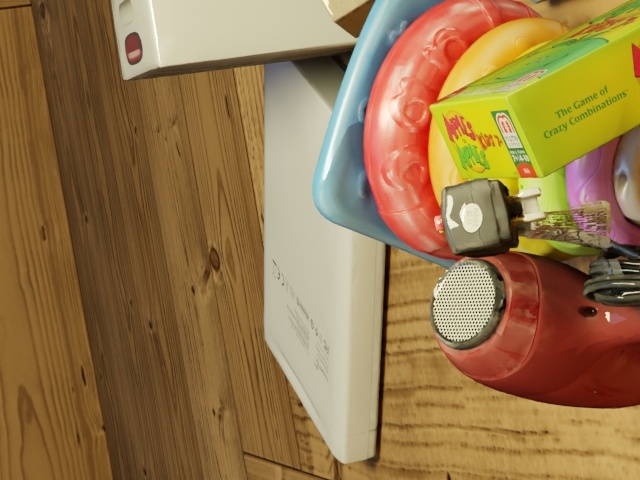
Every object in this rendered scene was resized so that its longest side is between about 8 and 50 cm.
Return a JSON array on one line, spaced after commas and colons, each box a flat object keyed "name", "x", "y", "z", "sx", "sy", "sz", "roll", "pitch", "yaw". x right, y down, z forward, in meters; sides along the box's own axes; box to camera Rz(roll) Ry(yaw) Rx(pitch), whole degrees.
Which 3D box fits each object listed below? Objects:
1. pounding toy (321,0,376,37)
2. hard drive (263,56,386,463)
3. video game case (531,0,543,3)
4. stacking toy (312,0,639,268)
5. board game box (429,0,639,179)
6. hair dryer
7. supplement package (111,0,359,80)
[{"name": "pounding toy", "x": 0.029, "y": -0.234, "z": 1.203, "sx": 0.130, "sy": 0.100, "sz": 0.141, "roll": 59, "pitch": -171, "yaw": 4}, {"name": "hard drive", "x": 0.000, "y": 0.000, "z": 1.520, "sx": 0.233, "sy": 0.047, "sz": 0.353, "roll": -125, "pitch": 30, "yaw": -53}, {"name": "video game case", "x": 0.093, "y": -0.215, "z": 0.931, "sx": 0.023, "sy": 0.193, "sz": 0.212, "roll": -57, "pitch": 11, "yaw": -8}, {"name": "stacking toy", "x": 0.153, "y": -0.047, "z": 0.900, "sx": 0.302, "sy": 0.175, "sz": 0.165, "roll": 18, "pitch": 88, "yaw": 53}, {"name": "board game box", "x": 0.153, "y": -0.088, "z": 0.785, "sx": 0.043, "sy": 0.181, "sz": 0.092, "roll": 64, "pitch": 164, "yaw": -9}, {"name": "hair dryer", "x": 0.168, "y": 0.049, "z": 0.851, "sx": 0.293, "sy": 0.224, "sz": 0.080, "roll": 66, "pitch": -145, "yaw": -75}, {"name": "supplement package", "x": -0.072, "y": -0.276, "z": 1.336, "sx": 0.145, "sy": 0.204, "sz": 0.261, "roll": -178, "pitch": 79, "yaw": -71}]
